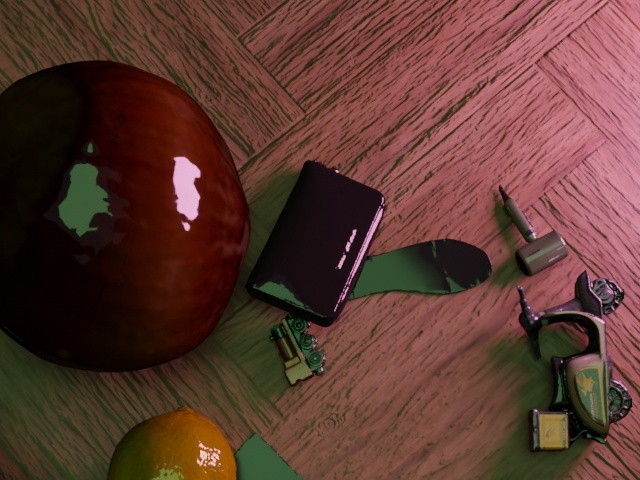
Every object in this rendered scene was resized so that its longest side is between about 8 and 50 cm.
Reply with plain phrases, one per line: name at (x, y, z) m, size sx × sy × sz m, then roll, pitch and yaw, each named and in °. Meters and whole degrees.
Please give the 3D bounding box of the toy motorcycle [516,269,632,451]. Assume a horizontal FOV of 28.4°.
toy motorcycle at (0.369, 0.173, 1.840) m, size 0.157 × 0.091 × 0.263 m, roll -2°, pitch 78°, yaw 2°

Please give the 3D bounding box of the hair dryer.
hair dryer at (0.307, -0.023, 1.913) m, size 0.071 × 0.047 × 0.150 m, roll -27°, pitch 72°, yaw -7°

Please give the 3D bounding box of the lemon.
lemon at (-0.204, 0.326, 1.737) m, size 0.178 × 0.178 × 0.203 m, roll 8°, pitch 74°, yaw 0°

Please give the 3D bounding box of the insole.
insole at (0.133, 0.045, 1.907) m, size 0.253 × 0.005 × 0.086 m, roll -6°, pitch 75°, yaw -4°

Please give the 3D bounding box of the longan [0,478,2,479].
longan at (-0.580, 0.415, 1.599) m, size 0.391 × 0.391 × 0.391 m, roll 0°, pitch 76°, yaw -2°

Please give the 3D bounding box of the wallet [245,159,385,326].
wallet at (0.000, 0.000, 1.875) m, size 0.149 × 0.044 × 0.250 m, roll 25°, pitch 64°, yaw 3°

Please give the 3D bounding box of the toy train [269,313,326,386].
toy train at (-0.035, 0.158, 1.855) m, size 0.064 × 0.044 × 0.103 m, roll -26°, pitch 78°, yaw 3°

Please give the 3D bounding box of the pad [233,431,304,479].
pad at (-0.066, 0.420, 1.805) m, size 0.245 × 0.006 × 0.170 m, roll 43°, pitch 78°, yaw 9°

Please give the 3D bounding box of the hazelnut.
hazelnut at (-0.289, -0.043, 1.726) m, size 0.402 × 0.402 × 0.429 m, roll 2°, pitch 65°, yaw -2°
